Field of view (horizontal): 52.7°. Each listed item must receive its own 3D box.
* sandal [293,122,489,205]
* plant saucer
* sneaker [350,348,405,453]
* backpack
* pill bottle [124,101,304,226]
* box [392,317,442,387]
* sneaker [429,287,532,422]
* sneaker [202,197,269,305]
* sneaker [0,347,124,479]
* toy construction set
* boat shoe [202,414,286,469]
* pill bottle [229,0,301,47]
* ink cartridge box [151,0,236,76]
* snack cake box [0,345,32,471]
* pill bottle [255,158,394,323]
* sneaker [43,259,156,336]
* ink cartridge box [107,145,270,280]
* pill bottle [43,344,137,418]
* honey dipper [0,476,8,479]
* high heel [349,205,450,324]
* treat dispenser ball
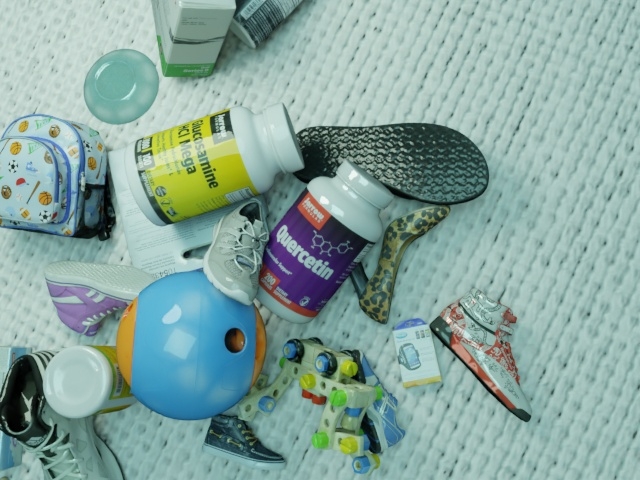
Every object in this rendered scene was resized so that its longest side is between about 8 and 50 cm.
[{"bbox_3d":[0.148,-0.169,1.399,0.445,0.107,0.168,11,81,23],"label":"sandal"},{"bbox_3d":[-0.486,-0.377,1.550,0.195,0.037,0.195,-1,81,8],"label":"plant saucer"},{"bbox_3d":[0.108,0.326,1.333,0.081,0.080,0.211,-9,72,-25],"label":"sneaker"},{"bbox_3d":[-0.606,-0.146,1.432,0.276,0.213,0.263,8,87,10],"label":"backpack"},{"bbox_3d":[-0.211,-0.163,1.326,0.334,0.188,0.188,-18,78,5],"label":"pill bottle"},{"bbox_3d":[0.199,0.234,1.351,0.081,0.028,0.136,-12,77,6],"label":"box"},{"bbox_3d":[0.361,0.221,1.296,0.145,0.090,0.270,-42,79,-3],"label":"sneaker"},{"bbox_3d":[-0.154,0.008,1.241,0.105,0.281,0.115,31,115,-29],"label":"sneaker"},{"bbox_3d":[-0.548,0.439,1.308,0.169,0.257,0.447,-20,78,5],"label":"sneaker"},{"bbox_3d":[-0.015,0.316,1.296,0.327,0.151,0.215,10,95,34],"label":"toy construction set"},{"bbox_3d":[-0.155,0.420,1.351,0.183,0.065,0.083,11,84,11],"label":"boat shoe"},{"bbox_3d":[-0.112,-0.572,1.480,0.130,0.130,0.246,43,88,13],"label":"pill bottle"},{"bbox_3d":[-0.283,-0.517,1.405,0.121,0.289,0.211,-6,79,-22],"label":"ink cartridge box"},{"bbox_3d":[-0.744,0.367,1.436,0.152,0.089,0.264,1,81,7],"label":"snack cake box"},{"bbox_3d":[0.000,0.000,1.307,0.181,0.181,0.323,41,103,13],"label":"pill bottle"},{"bbox_3d":[-0.467,0.139,1.412,0.282,0.102,0.161,8,112,24],"label":"sneaker"},{"bbox_3d":[-0.290,-0.089,1.457,0.324,0.071,0.330,-16,82,6],"label":"ink cartridge box"},{"bbox_3d":[-0.441,0.284,1.324,0.136,0.246,0.136,-1,80,8],"label":"pill bottle"},{"bbox_3d":[-0.774,0.555,1.441,0.160,0.030,0.030,-14,79,2],"label":"honey dipper"},{"bbox_3d":[0.183,0.050,1.345,0.261,0.093,0.186,-29,72,18],"label":"high heel"},{"bbox_3d":[-0.249,0.203,1.260,0.288,0.288,0.288,-1,80,8],"label":"treat dispenser ball"}]
